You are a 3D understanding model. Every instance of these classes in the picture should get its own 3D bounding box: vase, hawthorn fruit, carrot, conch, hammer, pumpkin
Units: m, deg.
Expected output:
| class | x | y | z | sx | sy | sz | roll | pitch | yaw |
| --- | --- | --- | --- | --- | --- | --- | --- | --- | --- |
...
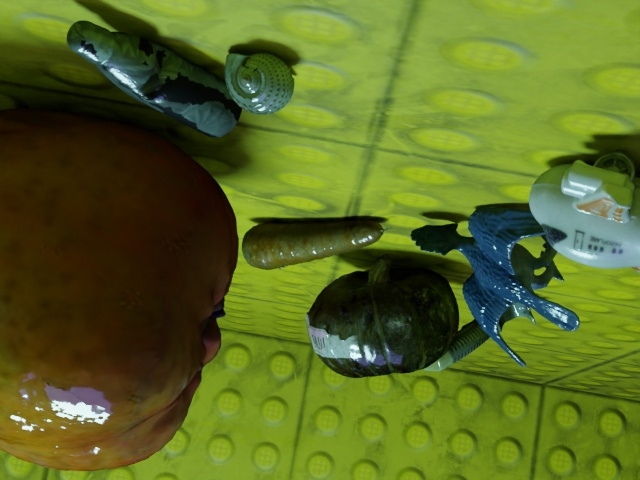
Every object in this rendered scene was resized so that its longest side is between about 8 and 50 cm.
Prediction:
| class | x | y | z | sx | sy | sz | roll | pitch | yaw |
| --- | --- | --- | --- | --- | --- | --- | --- | --- | --- |
| vase | -0.162 | -0.160 | 1.133 | 0.059 | 0.060 | 0.211 | 1 | 166 | 37 |
| hawthorn fruit | -0.326 | 0.053 | 1.411 | 0.471 | 0.472 | 0.472 | 9 | 168 | 2 |
| carrot | 0.000 | 0.000 | 1.754 | 0.298 | 0.078 | 0.078 | -7 | 160 | 42 |
| conch | -0.060 | -0.149 | 1.122 | 0.076 | 0.057 | 0.085 | 19 | 172 | 23 |
| hammer | 0.271 | 0.162 | 2.045 | 0.226 | 0.041 | 0.158 | -28 | -168 | -34 |
| pumpkin | 0.107 | 0.116 | 1.940 | 0.260 | 0.189 | 0.260 | -10 | -164 | 3 |

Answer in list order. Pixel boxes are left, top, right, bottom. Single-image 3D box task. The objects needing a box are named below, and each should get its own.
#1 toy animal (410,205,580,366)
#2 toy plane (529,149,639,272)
| class | x | y | z | sx | sy | sz | roll | pitch | yaw |
| --- | --- | --- | --- | --- | --- | --- | --- | --- | --- |
| toy animal | 0.239 | 0.045 | 1.554 | 0.176 | 0.239 | 0.255 | -15 | -142 | -13 |
| toy plane | 0.334 | -0.010 | 1.245 | 0.244 | 0.118 | 0.245 | 24 | 171 | 4 |
